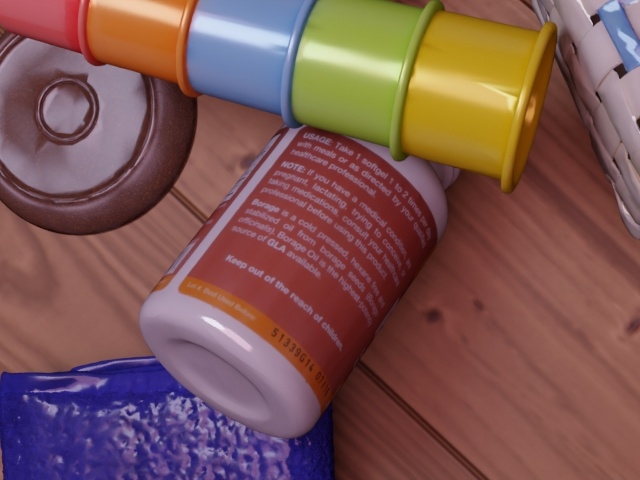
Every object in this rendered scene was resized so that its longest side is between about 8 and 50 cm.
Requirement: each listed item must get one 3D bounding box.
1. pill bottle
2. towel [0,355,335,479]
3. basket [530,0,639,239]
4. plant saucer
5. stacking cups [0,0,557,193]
[{"bbox_3d":[0.000,0.000,0.797,0.121,0.121,0.216,31,65,12],"label":"pill bottle"},{"bbox_3d":[-0.094,0.229,0.868,0.228,0.076,0.308,-3,85,16],"label":"towel"},{"bbox_3d":[0.277,-0.131,0.729,0.289,0.201,0.255,-22,75,-2],"label":"basket"},{"bbox_3d":[-0.169,-0.088,0.920,0.168,0.029,0.168,-1,86,12],"label":"plant saucer"},{"bbox_3d":[-0.034,-0.113,0.739,0.316,0.096,0.096,17,91,10],"label":"stacking cups"}]
